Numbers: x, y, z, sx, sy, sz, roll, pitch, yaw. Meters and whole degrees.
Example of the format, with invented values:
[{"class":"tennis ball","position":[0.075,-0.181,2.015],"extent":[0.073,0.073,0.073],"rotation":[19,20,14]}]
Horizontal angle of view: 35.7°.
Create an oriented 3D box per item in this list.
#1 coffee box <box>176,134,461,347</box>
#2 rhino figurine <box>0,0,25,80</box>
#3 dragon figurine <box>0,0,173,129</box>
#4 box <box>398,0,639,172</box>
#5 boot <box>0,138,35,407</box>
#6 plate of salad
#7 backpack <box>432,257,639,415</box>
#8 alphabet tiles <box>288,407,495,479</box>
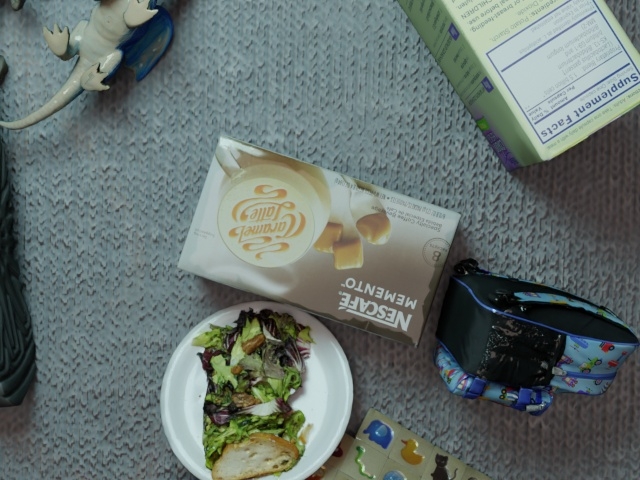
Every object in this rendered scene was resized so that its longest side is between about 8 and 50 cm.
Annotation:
[{"class":"coffee box","position":[0.000,0.000,0.997],"extent":[0.246,0.098,0.141],"rotation":[19,91,2]},{"class":"rhino figurine","position":[-0.379,-0.195,1.019],"extent":[0.106,0.073,0.243],"rotation":[27,93,-3]},{"class":"dragon figurine","position":[-0.204,-0.213,1.006],"extent":[0.085,0.144,0.289],"rotation":[38,111,-1]},{"class":"box","position":[0.175,-0.198,0.931],"extent":[0.117,0.213,0.243],"rotation":[-32,89,2]},{"class":"boot","position":[-0.538,0.011,0.974],"extent":[0.445,0.146,0.367],"rotation":[-4,102,4]},{"class":"plate of salad","position":[-0.068,0.153,1.002],"extent":[0.200,0.048,0.200],"rotation":[-3,69,8]},{"class":"backpack","position":[0.211,0.101,0.971],"extent":[0.173,0.158,0.117],"rotation":[13,100,-10]},{"class":"alphabet tiles","position":[0.077,0.286,0.989],"extent":[0.237,0.009,0.198],"rotation":[30,57,1]}]
